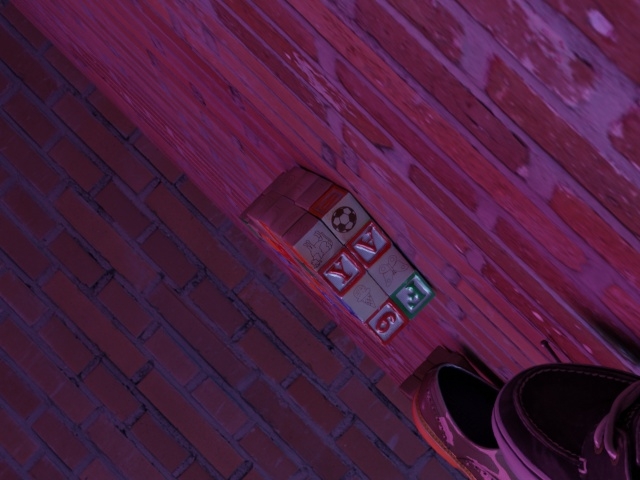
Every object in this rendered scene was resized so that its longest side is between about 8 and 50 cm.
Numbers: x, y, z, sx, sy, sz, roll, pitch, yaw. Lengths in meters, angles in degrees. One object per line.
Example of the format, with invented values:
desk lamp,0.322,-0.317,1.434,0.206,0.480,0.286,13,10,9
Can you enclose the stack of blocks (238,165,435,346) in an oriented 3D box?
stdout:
stack of blocks,0.000,0.000,1.535,0.171,0.087,0.297,48,174,-24

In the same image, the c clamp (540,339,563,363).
c clamp,0.265,0.159,1.089,0.137,0.022,0.160,47,173,-29

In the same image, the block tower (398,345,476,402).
block tower,0.247,0.289,1.821,0.335,0.091,0.097,48,173,-26

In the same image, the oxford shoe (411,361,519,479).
oxford shoe,0.262,0.293,1.594,0.363,0.130,0.133,38,161,14

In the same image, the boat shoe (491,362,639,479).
boat shoe,0.233,0.138,0.818,0.335,0.121,0.119,22,150,49
